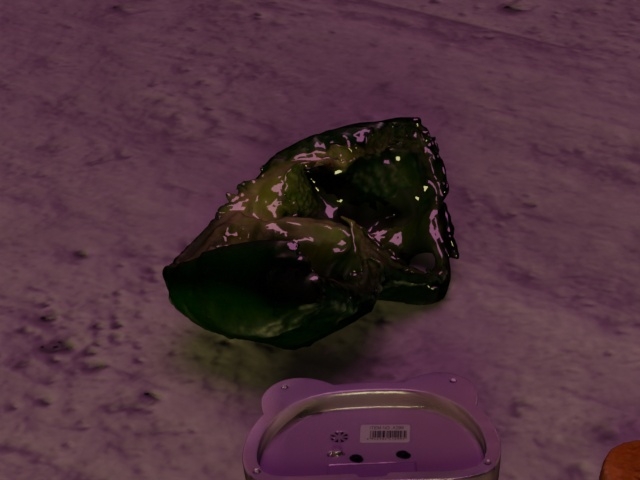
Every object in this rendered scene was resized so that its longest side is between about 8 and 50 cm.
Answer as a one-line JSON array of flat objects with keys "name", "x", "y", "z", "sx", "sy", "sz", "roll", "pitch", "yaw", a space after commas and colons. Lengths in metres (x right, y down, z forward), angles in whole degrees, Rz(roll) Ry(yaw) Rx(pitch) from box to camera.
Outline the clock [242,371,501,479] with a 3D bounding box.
[{"name": "clock", "x": 0.031, "y": 0.132, "z": 1.074, "sx": 0.152, "sy": 0.050, "sz": 0.110, "roll": -2, "pitch": 31, "yaw": 2}]

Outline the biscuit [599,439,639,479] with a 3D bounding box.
[{"name": "biscuit", "x": 0.261, "y": 0.176, "z": 0.993, "sx": 0.186, "sy": 0.036, "sz": 0.192, "roll": -4, "pitch": 30, "yaw": -6}]

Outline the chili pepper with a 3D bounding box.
[{"name": "chili pepper", "x": 0.003, "y": 0.005, "z": 1.253, "sx": 0.148, "sy": 0.116, "sz": 0.264, "roll": 0, "pitch": 28, "yaw": 28}]
